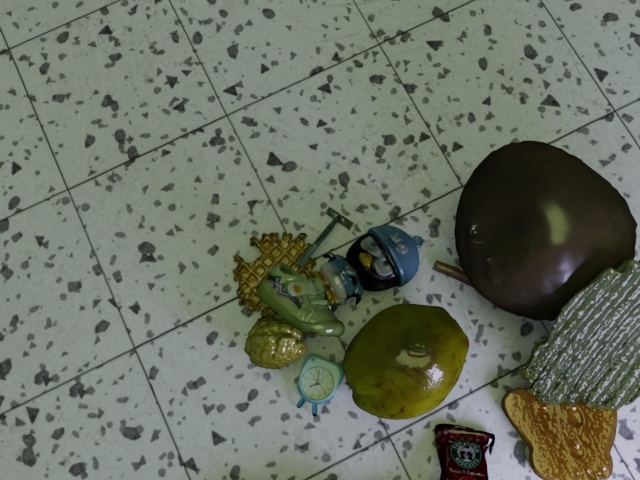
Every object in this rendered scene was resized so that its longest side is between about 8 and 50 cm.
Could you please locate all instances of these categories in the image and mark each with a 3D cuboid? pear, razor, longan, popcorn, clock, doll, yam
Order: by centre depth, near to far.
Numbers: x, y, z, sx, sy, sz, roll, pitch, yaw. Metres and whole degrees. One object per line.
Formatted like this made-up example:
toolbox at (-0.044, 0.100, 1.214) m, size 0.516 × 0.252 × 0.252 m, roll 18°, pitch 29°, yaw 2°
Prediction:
longan at (0.527, -0.014, 1.639) m, size 0.436 × 0.404 × 0.404 m, roll 42°, pitch 80°, yaw 7°
pear at (0.208, 0.294, 1.650) m, size 0.321 × 0.269 × 0.269 m, roll -27°, pitch 76°, yaw 6°
popcorn at (-0.106, 0.249, 1.717) m, size 0.173 × 0.173 × 0.142 m, roll -29°, pitch 82°, yaw -6°
clock at (-0.010, 0.374, 1.734) m, size 0.108 × 0.045 × 0.147 m, roll 23°, pitch 78°, yaw 8°
doll at (0.134, 0.061, 1.750) m, size 0.313 × 0.141 × 0.177 m, roll -25°, pitch 69°, yaw -17°
razor at (0.001, -0.004, 1.801) m, size 0.084 × 0.036 × 0.211 m, roll 34°, pitch 55°, yaw 10°
yam at (0.372, 0.094, 1.804) m, size 0.145 × 0.032 × 0.032 m, roll 25°, pitch 78°, yaw 7°

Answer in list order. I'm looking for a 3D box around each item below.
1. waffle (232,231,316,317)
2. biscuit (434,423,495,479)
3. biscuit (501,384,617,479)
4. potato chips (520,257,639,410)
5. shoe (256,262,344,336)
waffle at (-0.123, 0.088, 1.810) m, size 0.228 × 0.051 × 0.232 m, roll -6°, pitch 76°, yaw -3°
biscuit at (0.352, 0.563, 1.638) m, size 0.151 × 0.063 × 0.236 m, roll 13°, pitch 49°, yaw -3°
biscuit at (0.598, 0.440, 1.693) m, size 0.287 × 0.057 × 0.344 m, roll 5°, pitch 76°, yaw 2°
potato chips at (0.662, 0.232, 1.558) m, size 0.358 × 0.070 × 0.430 m, roll 16°, pitch 114°, yaw -22°
shoe at (-0.054, 0.148, 1.649) m, size 0.262 × 0.140 × 0.128 m, roll 28°, pitch 112°, yaw 35°
